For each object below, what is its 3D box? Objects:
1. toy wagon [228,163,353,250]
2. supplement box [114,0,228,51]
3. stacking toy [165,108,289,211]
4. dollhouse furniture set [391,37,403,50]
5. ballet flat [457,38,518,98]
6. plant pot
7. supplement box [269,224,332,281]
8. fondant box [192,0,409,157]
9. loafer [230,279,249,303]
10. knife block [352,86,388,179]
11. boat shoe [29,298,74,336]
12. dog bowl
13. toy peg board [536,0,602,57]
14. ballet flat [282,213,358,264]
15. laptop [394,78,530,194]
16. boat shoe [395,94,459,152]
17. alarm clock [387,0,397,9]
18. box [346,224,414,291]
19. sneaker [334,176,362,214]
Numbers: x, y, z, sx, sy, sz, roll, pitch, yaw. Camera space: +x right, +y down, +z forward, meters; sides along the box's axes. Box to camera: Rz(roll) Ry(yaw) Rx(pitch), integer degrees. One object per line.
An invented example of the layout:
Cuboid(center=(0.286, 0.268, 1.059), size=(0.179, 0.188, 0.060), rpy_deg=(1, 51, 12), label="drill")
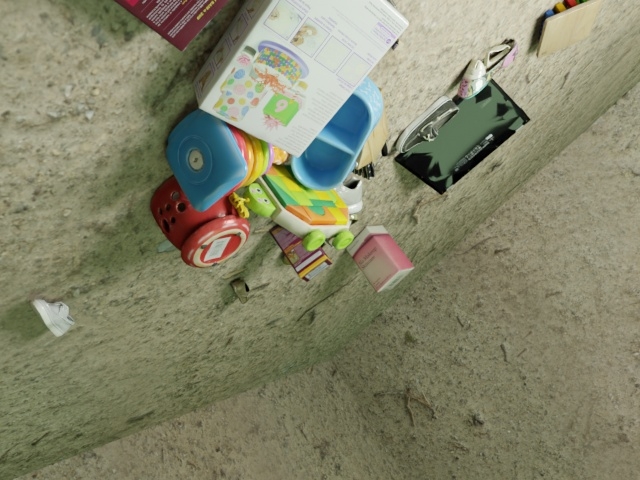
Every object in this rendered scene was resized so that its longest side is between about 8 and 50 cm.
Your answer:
Cuboid(center=(-0.066, -0.093, 1.185), size=(0.344, 0.267, 0.068), rpy_deg=(-2, 139, -53), label="toy wagon")
Cuboid(center=(-0.232, -0.374, 0.647), size=(0.130, 0.073, 0.239), rpy_deg=(-40, 156, 13), label="supplement box")
Cuboid(center=(-0.161, -0.185, 1.056), size=(0.175, 0.166, 0.302), rpy_deg=(-32, 174, 34), label="stacking toy")
Cuboid(center=(0.101, -0.413, 1.049), size=(0.081, 0.091, 0.114), rpy_deg=(9, 137, -39), label="dollhouse furniture set")
Cuboid(center=(0.477, -0.503, 1.409), size=(0.221, 0.077, 0.079), rpy_deg=(-39, 140, -3), label="ballet flat")
Cuboid(center=(-0.266, -0.046, 1.129), size=(0.191, 0.174, 0.191), rpy_deg=(-32, 159, -14), label="plant pot")
Cuboid(center=(-0.061, 0.021, 1.522), size=(0.104, 0.188, 0.081), rpy_deg=(-36, 159, 3), label="supplement box")
Cuboid(center=(-0.040, -0.335, 0.883), size=(0.238, 0.096, 0.330), rpy_deg=(20, 123, -41), label="fondant box")
Cuboid(center=(-0.271, 0.179, 1.716), size=(0.050, 0.056, 0.148), rpy_deg=(-26, 157, -5), label="loafer")
Cuboid(center=(0.126, -0.288, 1.285), size=(0.242, 0.088, 0.276), rpy_deg=(-39, 149, -53), label="knife block")
Cuboid(center=(-0.644, 0.179, 1.189), size=(0.063, 0.066, 0.184), rpy_deg=(-40, 159, -27), label="boat shoe")
Cuboid(center=(0.028, -0.240, 1.132), size=(0.074, 0.166, 0.297), rpy_deg=(-73, -170, -54), label="dog bowl")
Cuboid(center=(0.722, -0.653, 1.460), size=(0.160, 0.079, 0.161), rpy_deg=(-21, 158, 7), label="toy peg board")
Cuboid(center=(0.000, 0.000, 1.667), size=(0.348, 0.123, 0.123), rpy_deg=(-46, 155, 25), label="ballet flat")
Cuboid(center=(0.498, -0.376, 1.720), size=(0.408, 0.236, 0.382), rpy_deg=(28, 122, -34), label="laptop")
Cuboid(center=(0.325, -0.342, 1.500), size=(0.219, 0.070, 0.077), rpy_deg=(-45, 156, 22), label="boat shoe")
Cuboid(center=(0.067, -0.419, 0.963), size=(0.192, 0.064, 0.129), rpy_deg=(-31, 136, 6), label="alarm clock")
Cuboid(center=(0.241, 0.072, 1.991), size=(0.126, 0.232, 0.149), rpy_deg=(-5, 143, -50), label="box")
Cuboid(center=(0.017, -0.133, 1.485), size=(0.262, 0.099, 0.121), rpy_deg=(-18, 131, -30), label="sneaker")
